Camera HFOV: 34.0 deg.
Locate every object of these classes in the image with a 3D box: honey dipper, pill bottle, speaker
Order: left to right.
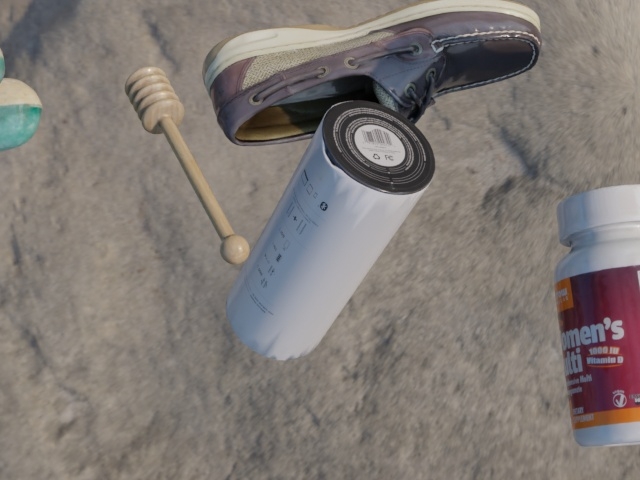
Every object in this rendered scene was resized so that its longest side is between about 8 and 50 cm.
[{"bbox_3d":[-0.082,-0.048,0.663,0.030,0.030,0.161,-43,57,18],"label":"honey dipper"},{"bbox_3d":[0.000,0.000,0.493,0.055,0.055,0.136,39,136,8],"label":"speaker"},{"bbox_3d":[0.274,0.070,0.938,0.121,0.121,0.221,-9,75,18],"label":"pill bottle"}]

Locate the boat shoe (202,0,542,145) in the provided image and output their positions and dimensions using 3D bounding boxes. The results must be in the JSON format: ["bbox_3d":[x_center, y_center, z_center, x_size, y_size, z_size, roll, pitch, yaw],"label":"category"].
[{"bbox_3d":[0.049,-0.129,0.861,0.285,0.103,0.092,-8,60,-8],"label":"boat shoe"}]

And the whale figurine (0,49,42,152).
[{"bbox_3d":[-0.263,-0.048,0.606,0.272,0.216,0.141,-9,89,56],"label":"whale figurine"}]
